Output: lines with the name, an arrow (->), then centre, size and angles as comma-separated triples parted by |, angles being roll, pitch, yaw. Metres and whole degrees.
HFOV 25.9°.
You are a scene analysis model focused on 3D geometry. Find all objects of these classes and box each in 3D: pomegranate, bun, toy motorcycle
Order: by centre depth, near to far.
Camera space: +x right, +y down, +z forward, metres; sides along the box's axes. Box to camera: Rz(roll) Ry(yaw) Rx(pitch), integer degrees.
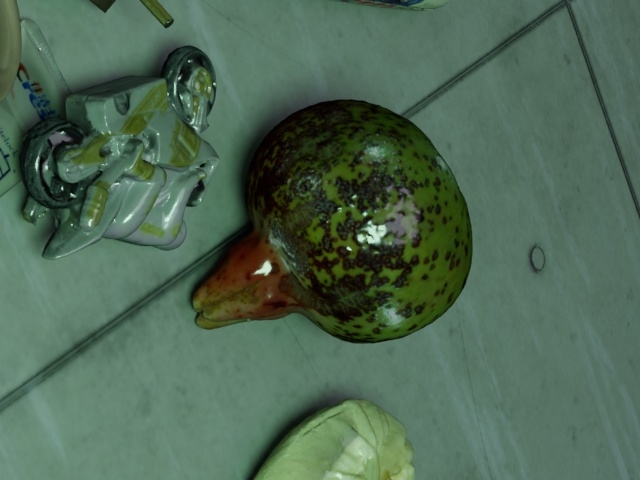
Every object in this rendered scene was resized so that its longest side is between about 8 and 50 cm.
toy motorcycle -> -0.143, -0.052, 1.075 | 0.225, 0.073, 0.152 | -40, 129, -48
pomegranate -> 0.000, 0.000, 1.167 | 0.247, 0.214, 0.214 | -27, 108, -6
bun -> 0.019, 0.227, 1.190 | 0.188, 0.111, 0.164 | -42, 112, -37

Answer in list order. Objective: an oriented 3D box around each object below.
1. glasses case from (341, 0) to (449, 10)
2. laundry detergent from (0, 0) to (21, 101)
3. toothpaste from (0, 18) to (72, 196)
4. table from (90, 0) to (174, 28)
glasses case -> 0.019, -0.285, 1.281 | 0.327, 0.076, 0.125 | 0, 87, -46
laundry detergent -> -0.273, -0.180, 0.945 | 0.171, 0.076, 0.237 | 35, 47, -36
toothpaste -> -0.267, -0.038, 0.963 | 0.323, 0.066, 0.100 | -54, 126, -45
table -> -0.156, -0.239, 0.968 | 0.121, 0.111, 0.240 | -50, 158, 3
